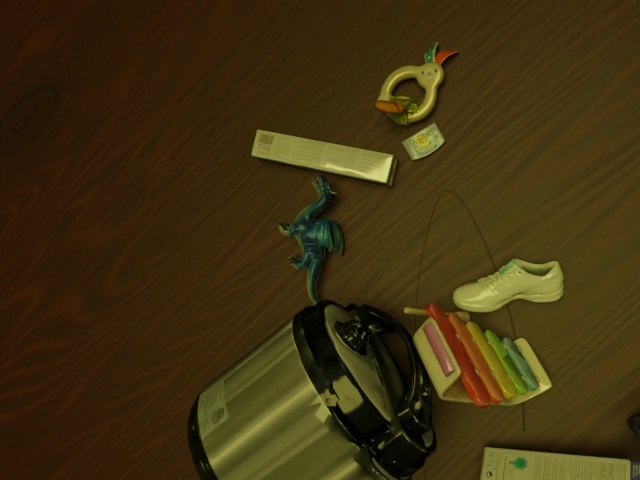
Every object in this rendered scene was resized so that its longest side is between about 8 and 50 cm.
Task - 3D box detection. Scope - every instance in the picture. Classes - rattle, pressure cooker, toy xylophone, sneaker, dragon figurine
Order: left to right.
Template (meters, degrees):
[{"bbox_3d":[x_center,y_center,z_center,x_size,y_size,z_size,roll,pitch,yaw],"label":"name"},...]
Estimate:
[{"bbox_3d":[0.000,0.000,1.352,0.144,0.085,0.289,-20,78,15],"label":"dragon figurine"},{"bbox_3d":[0.014,0.321,1.167,0.420,0.375,0.369,-40,72,11],"label":"pressure cooker"},{"bbox_3d":[0.196,-0.346,1.301,0.199,0.143,0.130,-46,55,15],"label":"rattle"},{"bbox_3d":[0.278,0.203,1.147,0.081,0.323,0.236,-47,55,28],"label":"toy xylophone"},{"bbox_3d":[0.362,0.078,1.218,0.212,0.094,0.080,-11,39,9],"label":"sneaker"}]

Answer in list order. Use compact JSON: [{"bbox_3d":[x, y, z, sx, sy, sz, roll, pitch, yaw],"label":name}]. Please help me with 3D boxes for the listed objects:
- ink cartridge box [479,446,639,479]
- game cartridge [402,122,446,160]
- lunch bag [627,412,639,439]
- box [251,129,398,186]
[{"bbox_3d":[0.431,0.470,1.093,0.311,0.065,0.185,-9,41,34],"label":"ink cartridge box"},{"bbox_3d":[0.224,-0.209,1.339,0.083,0.017,0.056,-31,80,13],"label":"game cartridge"},{"bbox_3d":[0.681,0.395,1.028,0.138,0.221,0.293,-42,74,9],"label":"lunch bag"},{"bbox_3d":[0.006,-0.183,1.379,0.324,0.063,0.067,13,90,18],"label":"box"}]
